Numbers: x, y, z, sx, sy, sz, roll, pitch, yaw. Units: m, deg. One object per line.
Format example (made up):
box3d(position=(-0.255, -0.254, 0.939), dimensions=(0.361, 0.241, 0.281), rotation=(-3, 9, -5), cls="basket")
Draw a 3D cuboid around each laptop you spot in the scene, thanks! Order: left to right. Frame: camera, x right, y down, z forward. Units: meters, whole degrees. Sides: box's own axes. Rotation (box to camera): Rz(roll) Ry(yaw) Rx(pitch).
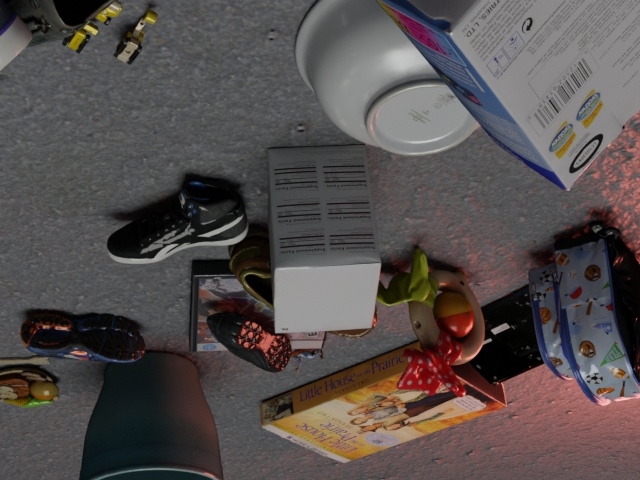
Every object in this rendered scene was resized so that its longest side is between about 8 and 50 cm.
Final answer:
box3d(position=(0.405, 0.172, 2.157), dimensions=(0.234, 0.136, 0.264), rotation=(-32, 114, 34), cls="laptop")

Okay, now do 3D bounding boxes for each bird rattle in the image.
box3d(position=(0.205, 0.136, 1.873), dimensions=(0.207, 0.253, 0.143), rotation=(-9, 158, -44), cls="bird rattle")

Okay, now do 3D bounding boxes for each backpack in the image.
box3d(position=(0.473, 0.140, 1.882), dimensions=(0.213, 0.263, 0.277), rotation=(-26, 143, 29), cls="backpack")

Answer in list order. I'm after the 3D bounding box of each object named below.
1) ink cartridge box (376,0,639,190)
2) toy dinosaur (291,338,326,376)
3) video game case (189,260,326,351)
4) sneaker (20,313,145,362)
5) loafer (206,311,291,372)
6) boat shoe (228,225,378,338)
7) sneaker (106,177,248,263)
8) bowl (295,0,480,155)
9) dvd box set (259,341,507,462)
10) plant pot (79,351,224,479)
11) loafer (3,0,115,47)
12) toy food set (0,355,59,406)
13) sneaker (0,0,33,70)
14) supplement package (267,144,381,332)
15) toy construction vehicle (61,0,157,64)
box3d(position=(0.268, -0.241, 1.249), dimensions=(0.270, 0.151, 0.395), rotation=(-48, 137, 2), cls="ink cartridge box")
box3d(position=(-0.037, 0.211, 2.146), dimensions=(0.082, 0.047, 0.090), rotation=(9, 113, -7), cls="toy dinosaur")
box3d(position=(-0.103, 0.118, 1.970), dimensions=(0.248, 0.035, 0.274), rotation=(0, 148, -8), cls="video game case")
box3d(position=(-0.419, 0.175, 1.988), dimensions=(0.221, 0.083, 0.087), rotation=(11, 158, -16), cls="sneaker")
box3d(position=(-0.121, 0.173, 1.966), dimensions=(0.078, 0.076, 0.223), rotation=(19, 168, 32), cls="loafer")
box3d(position=(-0.026, 0.098, 1.823), dimensions=(0.307, 0.104, 0.110), rotation=(30, 118, -29), cls="boat shoe")
box3d(position=(-0.220, -0.039, 1.674), dimensions=(0.217, 0.079, 0.121), rotation=(-12, 145, -5), cls="sneaker")
box3d(position=(0.121, -0.200, 1.410), dimensions=(0.298, 0.134, 0.298), rotation=(-4, 149, -2), cls="bowl")
box3d(position=(0.130, 0.342, 2.338), dimensions=(0.421, 0.062, 0.308), rotation=(-24, 143, 27), cls="dvd box set")
box3d(position=(-0.316, 0.358, 2.112), dimensions=(0.272, 0.255, 0.271), rotation=(-4, 149, -2), cls="plant pot")
box3d(position=(-0.281, -0.282, 1.259), dimensions=(0.268, 0.084, 0.096), rotation=(-29, 141, 32), cls="loafer")
box3d(position=(-0.569, 0.282, 2.153), dimensions=(0.133, 0.038, 0.192), rotation=(-2, 148, -6), cls="toy food set")
box3d(position=(-0.485, -0.260, 1.262), dimensions=(0.323, 0.130, 0.236), rotation=(-12, 128, 47), cls="sneaker")
box3d(position=(0.000, 0.000, 1.641), dimensions=(0.149, 0.203, 0.194), rotation=(-3, 148, -4), cls="supplement package")
box3d(position=(-0.253, -0.258, 1.358), dimensions=(0.086, 0.035, 0.098), rotation=(25, 135, -23), cls="toy construction vehicle")
